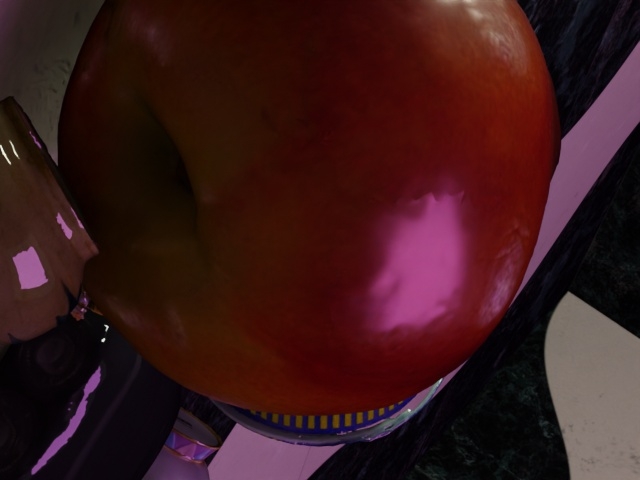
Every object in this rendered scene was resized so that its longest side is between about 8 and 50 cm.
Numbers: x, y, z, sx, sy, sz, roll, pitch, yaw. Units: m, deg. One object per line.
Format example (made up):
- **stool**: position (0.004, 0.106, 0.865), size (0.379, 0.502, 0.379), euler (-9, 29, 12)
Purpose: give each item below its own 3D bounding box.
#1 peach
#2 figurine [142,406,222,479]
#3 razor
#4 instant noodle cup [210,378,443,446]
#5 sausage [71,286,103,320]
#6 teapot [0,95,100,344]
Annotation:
- **peach**: position (0.003, -0.067, 1.355), size (0.388, 0.388, 0.388), euler (-50, 164, -19)
- **figurine**: position (-0.215, 0.296, 1.981), size (0.263, 0.142, 0.189), euler (-57, -172, 8)
- **razor**: position (-0.217, 0.167, 1.739), size (0.204, 0.113, 0.349), euler (-57, 165, -4)
- **instant noodle cup**: position (0.000, 0.000, 1.823), size (0.284, 0.284, 0.312), euler (-46, 154, -33)
- **sausage**: position (-0.102, -0.068, 1.567), size (0.347, 0.123, 0.123), euler (-50, 164, -18)
- **teapot**: position (-0.252, -0.006, 1.201), size (0.182, 0.173, 0.269), euler (-29, 152, -3)
